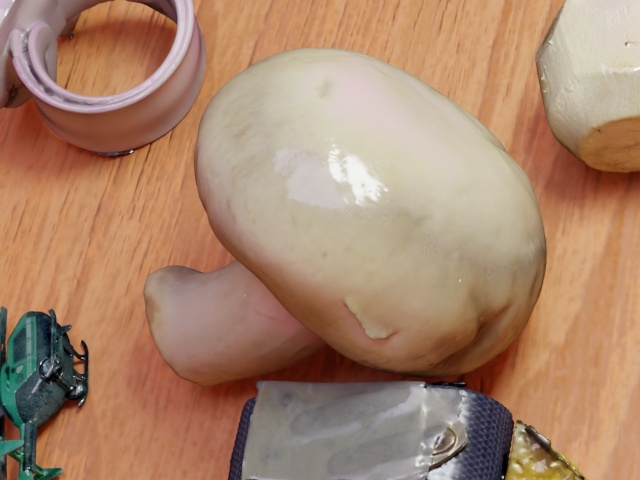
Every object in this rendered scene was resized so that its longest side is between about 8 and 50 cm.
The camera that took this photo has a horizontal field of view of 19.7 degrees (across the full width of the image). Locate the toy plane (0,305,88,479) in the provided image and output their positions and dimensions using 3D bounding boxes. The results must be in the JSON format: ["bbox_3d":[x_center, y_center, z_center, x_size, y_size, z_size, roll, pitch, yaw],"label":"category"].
[{"bbox_3d":[-0.264,0.144,1.663,0.096,0.060,0.235,-20,48,17],"label":"toy plane"}]

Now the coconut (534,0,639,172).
[{"bbox_3d":[0.269,-0.150,1.608,0.161,0.161,0.162,-10,62,14],"label":"coconut"}]

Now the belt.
[{"bbox_3d":[0.039,0.171,1.475,0.231,0.139,0.126,-2,57,22],"label":"belt"}]

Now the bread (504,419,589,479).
[{"bbox_3d":[0.200,0.216,1.383,0.169,0.140,0.160,-10,65,9],"label":"bread"}]

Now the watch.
[{"bbox_3d":[-0.217,-0.215,1.841,0.218,0.211,0.248,17,71,10],"label":"watch"}]

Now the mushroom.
[{"bbox_3d":[0.019,-0.031,1.538,0.356,0.315,0.315,10,59,44],"label":"mushroom"}]
